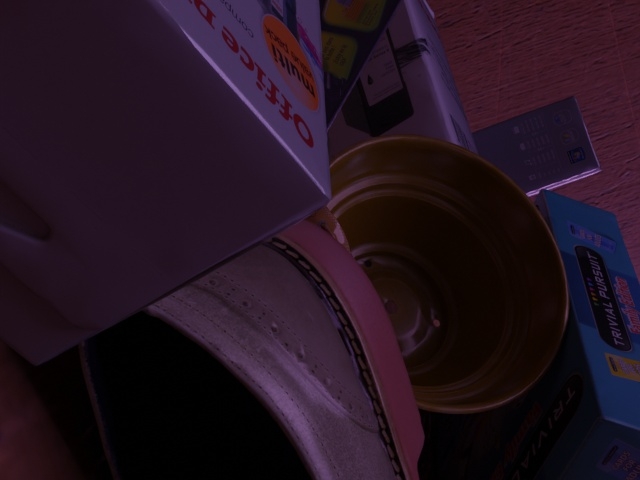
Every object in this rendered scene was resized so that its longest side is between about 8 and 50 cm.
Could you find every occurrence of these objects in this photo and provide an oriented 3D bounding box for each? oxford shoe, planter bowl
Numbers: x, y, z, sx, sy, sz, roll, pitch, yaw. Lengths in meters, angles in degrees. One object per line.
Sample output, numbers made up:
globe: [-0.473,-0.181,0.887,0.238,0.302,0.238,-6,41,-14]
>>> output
oxford shoe: [0.005,0.184,0.468,0.396,0.141,0.146,63,23,4]
planter bowl: [0.067,0.036,0.879,0.090,0.217,0.217,131,-51,-57]

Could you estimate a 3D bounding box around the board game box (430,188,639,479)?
board game box: [0.177,0.146,0.965,0.336,0.079,0.253,-84,-165,-62]

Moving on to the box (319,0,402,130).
box: [-0.025,-0.070,0.562,0.036,0.207,0.114,19,37,-18]

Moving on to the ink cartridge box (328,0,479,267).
ink cartridge box: [0.077,-0.110,1.153,0.211,0.122,0.289,39,34,-66]

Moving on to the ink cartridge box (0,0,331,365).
ink cartridge box: [-0.083,-0.076,0.407,0.128,0.127,0.176,47,26,-35]

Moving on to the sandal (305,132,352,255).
sandal: [0.000,0.000,0.770,0.072,0.049,0.180,73,20,-60]

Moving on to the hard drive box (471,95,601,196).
hard drive box: [0.201,-0.082,1.378,0.181,0.232,0.089,-11,82,-78]
